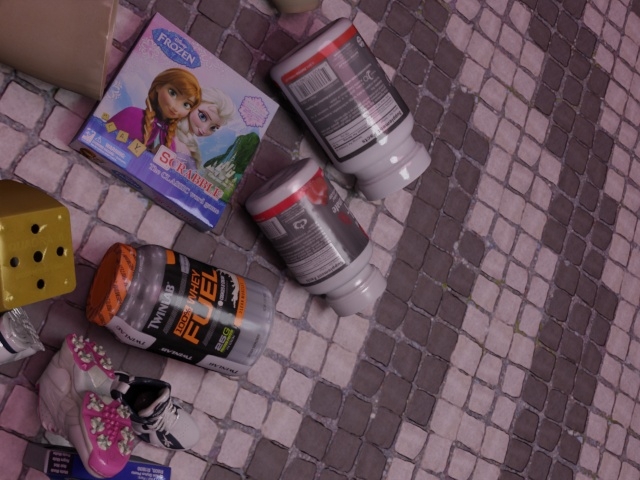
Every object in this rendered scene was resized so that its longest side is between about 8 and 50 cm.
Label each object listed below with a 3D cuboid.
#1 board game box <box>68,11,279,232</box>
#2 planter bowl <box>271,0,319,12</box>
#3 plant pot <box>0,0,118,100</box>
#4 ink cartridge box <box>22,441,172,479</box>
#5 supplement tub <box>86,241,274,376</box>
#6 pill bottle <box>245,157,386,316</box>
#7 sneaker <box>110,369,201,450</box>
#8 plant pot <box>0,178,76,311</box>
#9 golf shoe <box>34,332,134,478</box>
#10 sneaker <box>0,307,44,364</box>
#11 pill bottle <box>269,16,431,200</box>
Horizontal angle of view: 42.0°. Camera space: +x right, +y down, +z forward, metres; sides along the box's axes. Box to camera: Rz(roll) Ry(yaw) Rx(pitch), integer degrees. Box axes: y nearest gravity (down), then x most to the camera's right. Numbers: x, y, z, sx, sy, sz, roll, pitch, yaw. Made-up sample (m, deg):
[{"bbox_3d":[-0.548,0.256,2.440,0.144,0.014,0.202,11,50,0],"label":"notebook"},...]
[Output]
[{"bbox_3d":[-0.281,-0.233,1.667,0.318,0.066,0.318,34,68,-24],"label":"board game box"},{"bbox_3d":[-0.054,-0.556,1.807,0.162,0.162,0.109,-25,123,-31],"label":"planter bowl"},{"bbox_3d":[-0.505,-0.401,1.467,0.274,0.256,0.257,10,79,-14],"label":"plant pot"},{"bbox_3d":[-0.379,0.392,1.439,0.223,0.224,0.045,17,76,-30],"label":"ink cartridge box"},{"bbox_3d":[-0.261,0.126,1.562,0.316,0.193,0.194,22,73,-28],"label":"supplement tub"},{"bbox_3d":[0.000,0.000,1.748,0.176,0.176,0.319,-43,107,-28],"label":"pill bottle"},{"bbox_3d":[-0.299,0.321,1.538,0.235,0.153,0.094,46,65,-19],"label":"sneaker"},{"bbox_3d":[-0.520,0.020,1.355,0.212,0.187,0.212,-18,110,-56],"label":"plant pot"},{"bbox_3d":[-0.406,0.299,1.411,0.140,0.306,0.115,-43,130,8],"label":"golf shoe"},{"bbox_3d":[-0.529,0.168,1.386,0.094,0.235,0.090,-34,87,-8],"label":"sneaker"},{"bbox_3d":[0.071,-0.278,1.806,0.210,0.210,0.363,-44,108,-28],"label":"pill bottle"}]
